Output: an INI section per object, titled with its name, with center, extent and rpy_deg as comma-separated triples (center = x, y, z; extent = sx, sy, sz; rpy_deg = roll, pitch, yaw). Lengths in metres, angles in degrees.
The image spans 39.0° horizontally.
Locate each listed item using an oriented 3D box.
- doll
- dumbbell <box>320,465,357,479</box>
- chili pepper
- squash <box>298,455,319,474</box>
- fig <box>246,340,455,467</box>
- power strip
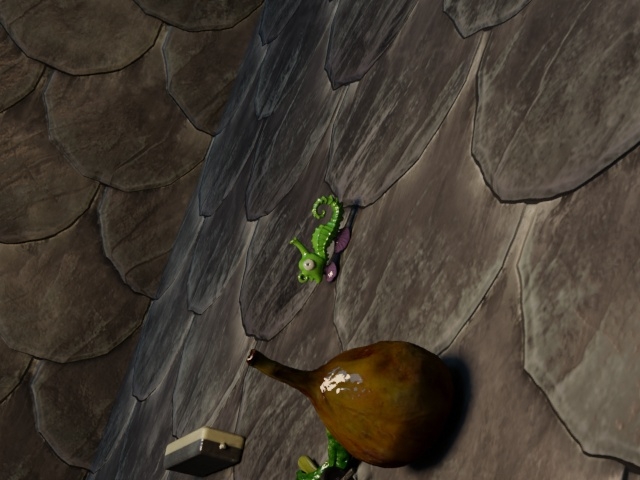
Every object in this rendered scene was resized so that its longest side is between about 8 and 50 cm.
[doll]
center = 0.000, 0.000, 1.862
extent = 0.190, 0.115, 0.050
rpy_deg = -67, 19, -5
[dumbbell]
center = 0.016, 0.410, 1.459
extent = 0.147, 0.069, 0.069
rpy_deg = -55, 23, 32
[chili pepper]
center = 0.016, 0.367, 1.509
extent = 0.182, 0.073, 0.050
rpy_deg = -62, -4, 33
[squash]
center = -0.015, 0.408, 1.602
extent = 0.027, 0.027, 0.083
rpy_deg = -67, 20, 2
[fig]
center = 0.050, 0.198, 1.318
extent = 0.191, 0.290, 0.190
rpy_deg = -55, -2, -3
[power strip]
center = -0.265, 0.481, 2.055
extent = 0.256, 0.105, 0.070
rpy_deg = -35, 42, 55
